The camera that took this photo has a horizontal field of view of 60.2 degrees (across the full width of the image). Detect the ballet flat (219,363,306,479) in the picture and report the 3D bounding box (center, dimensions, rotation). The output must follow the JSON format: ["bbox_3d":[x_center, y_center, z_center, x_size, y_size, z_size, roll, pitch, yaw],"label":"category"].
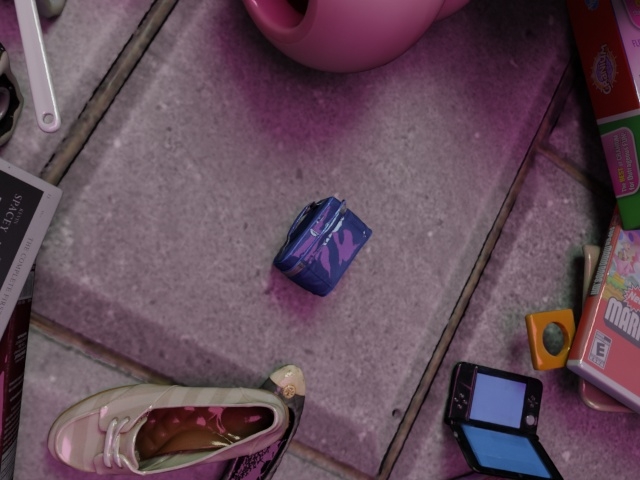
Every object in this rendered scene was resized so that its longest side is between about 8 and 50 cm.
[{"bbox_3d":[-0.056,0.206,0.540,0.057,0.049,0.173,27,80,-16],"label":"ballet flat"}]

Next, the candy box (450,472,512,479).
[{"bbox_3d":[0.161,0.365,0.591,0.164,0.070,0.196,-9,91,-17],"label":"candy box"}]

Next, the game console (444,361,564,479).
[{"bbox_3d":[0.209,0.200,0.611,0.122,0.071,0.107,16,80,-17],"label":"game console"}]

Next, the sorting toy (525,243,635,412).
[{"bbox_3d":[0.386,0.112,0.687,0.347,0.047,0.196,9,78,-20],"label":"sorting toy"}]

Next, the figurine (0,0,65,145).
[{"bbox_3d":[-0.343,-0.212,0.454,0.209,0.092,0.215,19,81,-12],"label":"figurine"}]

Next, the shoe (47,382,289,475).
[{"bbox_3d":[-0.138,0.166,0.496,0.218,0.058,0.077,-6,81,-4],"label":"shoe"}]

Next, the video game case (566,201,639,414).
[{"bbox_3d":[0.416,0.070,0.665,0.204,0.025,0.285,32,69,-12],"label":"video game case"}]

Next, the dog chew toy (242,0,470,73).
[{"bbox_3d":[0.079,-0.295,0.533,0.331,0.206,0.207,-34,98,-30],"label":"dog chew toy"}]

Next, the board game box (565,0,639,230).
[{"bbox_3d":[0.453,-0.179,0.681,0.242,0.064,0.317,-4,78,-18],"label":"board game box"}]

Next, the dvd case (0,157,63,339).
[{"bbox_3d":[-0.298,-0.004,0.335,0.238,0.029,0.179,36,64,-50],"label":"dvd case"}]

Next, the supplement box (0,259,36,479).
[{"bbox_3d":[-0.318,0.121,0.449,0.130,0.073,0.240,6,85,-18],"label":"supplement box"}]

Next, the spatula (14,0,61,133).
[{"bbox_3d":[-0.288,-0.186,0.415,0.168,0.019,0.242,-11,87,-9],"label":"spatula"}]

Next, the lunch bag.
[{"bbox_3d":[0.000,0.000,0.558,0.065,0.067,0.098,39,76,-13],"label":"lunch bag"}]
